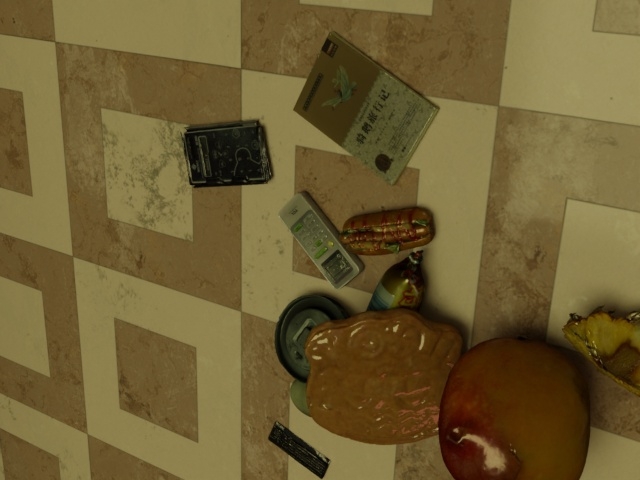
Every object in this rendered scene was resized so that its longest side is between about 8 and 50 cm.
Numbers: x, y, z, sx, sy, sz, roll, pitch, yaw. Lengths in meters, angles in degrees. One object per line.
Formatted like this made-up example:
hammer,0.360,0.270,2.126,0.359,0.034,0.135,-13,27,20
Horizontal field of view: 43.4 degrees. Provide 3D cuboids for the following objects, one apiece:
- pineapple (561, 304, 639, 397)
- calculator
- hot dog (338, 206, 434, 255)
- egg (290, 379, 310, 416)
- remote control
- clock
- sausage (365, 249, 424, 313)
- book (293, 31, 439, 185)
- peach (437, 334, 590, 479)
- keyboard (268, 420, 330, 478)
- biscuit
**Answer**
pineapple,0.611,0.203,1.634,0.250,0.140,0.164,32,81,3
calculator,-0.247,-0.221,2.077,0.274,0.028,0.166,0,107,34
hot dog,0.144,-0.015,1.865,0.250,0.076,0.104,-6,104,33
egg,-0.010,0.403,2.093,0.152,0.114,0.114,15,114,28
remote control,0.000,0.000,1.991,0.250,0.034,0.103,53,127,6
clock,-0.014,0.249,2.040,0.226,0.049,0.226,-2,87,32
sausage,0.178,0.151,1.880,0.117,0.125,0.317,33,119,23
book,0.095,-0.298,1.828,0.310,0.021,0.217,39,124,16
peach,0.400,0.380,1.661,0.290,0.372,0.373,3,108,35
keyboard,-0.062,0.588,2.257,0.196,0.015,0.074,32,121,20
biscuit,0.156,0.326,1.862,0.385,0.062,0.365,-4,116,1
